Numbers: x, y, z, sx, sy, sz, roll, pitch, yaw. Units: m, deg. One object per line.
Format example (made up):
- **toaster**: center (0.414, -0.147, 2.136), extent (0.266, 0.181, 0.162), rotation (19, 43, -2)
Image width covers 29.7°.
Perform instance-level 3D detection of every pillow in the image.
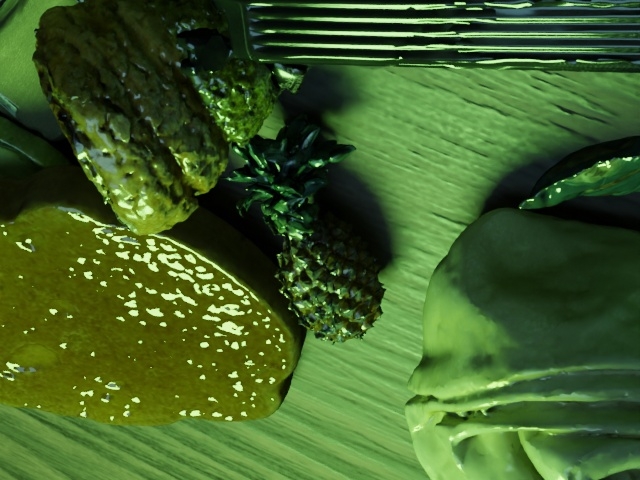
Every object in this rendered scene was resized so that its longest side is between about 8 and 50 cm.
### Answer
- **pillow**: center (-0.217, -0.157, 0.994), extent (0.130, 0.033, 0.217), rotation (41, 136, -16)
- **pillow**: center (0.245, -0.065, 0.678), extent (0.189, 0.255, 0.034), rotation (-24, 82, 39)

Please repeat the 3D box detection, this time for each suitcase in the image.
- **suitcase**: center (0.083, -0.209, 0.652), extent (0.335, 0.152, 0.229), rotation (6, 118, 26)

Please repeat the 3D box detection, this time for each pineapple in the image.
- **pineapple**: center (-0.001, 0.000, 0.981), extent (0.103, 0.083, 0.221), rotation (12, 137, 42)

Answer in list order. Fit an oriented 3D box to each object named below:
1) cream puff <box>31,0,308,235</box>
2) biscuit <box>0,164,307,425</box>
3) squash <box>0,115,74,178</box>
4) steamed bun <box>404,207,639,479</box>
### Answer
- **cream puff**: center (-0.097, -0.114, 0.874), extent (0.169, 0.183, 0.183), rotation (-26, 120, 3)
- **biscuit**: center (-0.207, 0.070, 1.132), extent (0.381, 0.074, 0.359), rotation (-17, 130, 34)
- **squash**: center (-0.311, -0.037, 1.135), extent (0.219, 0.041, 0.219), rotation (15, 142, 12)
- **steamed bun**: center (0.196, 0.149, 0.920), extent (0.276, 0.203, 0.289), rotation (13, 135, 19)
